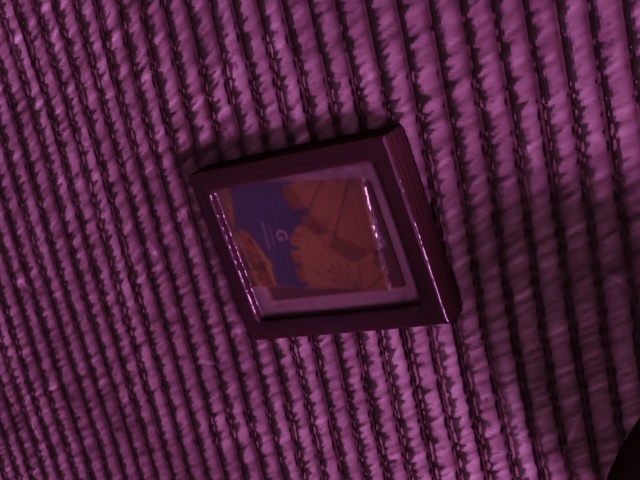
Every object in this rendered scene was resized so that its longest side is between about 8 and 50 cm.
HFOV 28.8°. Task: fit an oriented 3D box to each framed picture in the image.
[{"bbox_3d":[0.000,0.000,0.816,0.168,0.023,0.128,-8,107,39],"label":"framed picture"}]

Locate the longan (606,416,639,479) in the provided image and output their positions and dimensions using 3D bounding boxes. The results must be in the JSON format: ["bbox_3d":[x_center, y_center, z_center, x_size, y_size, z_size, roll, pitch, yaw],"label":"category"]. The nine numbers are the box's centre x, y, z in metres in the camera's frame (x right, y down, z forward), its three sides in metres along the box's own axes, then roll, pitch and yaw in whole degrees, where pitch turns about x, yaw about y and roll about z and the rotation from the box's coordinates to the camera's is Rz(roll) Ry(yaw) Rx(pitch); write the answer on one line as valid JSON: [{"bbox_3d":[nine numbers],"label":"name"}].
[{"bbox_3d":[0.241,0.145,0.610,0.198,0.198,0.212,-28,106,41],"label":"longan"}]
